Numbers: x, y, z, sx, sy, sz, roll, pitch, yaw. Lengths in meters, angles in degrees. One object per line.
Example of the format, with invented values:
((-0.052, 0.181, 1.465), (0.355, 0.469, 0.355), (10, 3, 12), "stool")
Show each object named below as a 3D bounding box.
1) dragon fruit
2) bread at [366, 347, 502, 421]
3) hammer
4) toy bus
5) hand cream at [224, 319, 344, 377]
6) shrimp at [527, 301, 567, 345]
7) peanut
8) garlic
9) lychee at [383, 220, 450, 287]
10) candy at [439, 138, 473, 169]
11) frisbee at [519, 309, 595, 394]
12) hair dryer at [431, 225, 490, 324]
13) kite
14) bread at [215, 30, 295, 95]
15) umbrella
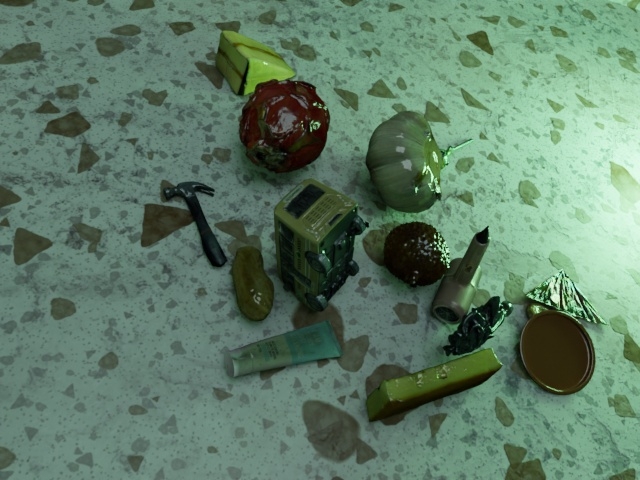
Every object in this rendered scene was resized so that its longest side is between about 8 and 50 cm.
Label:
((-0.108, -0.351, 1.754), (0.277, 0.277, 0.342), (10, 55, -12), "dragon fruit")
((0.294, 0.376, 1.505), (0.361, 0.138, 0.077), (-11, 61, -24), "bread")
((-0.330, -0.049, 1.629), (0.137, 0.037, 0.290), (-19, 66, -25), "hammer")
((-0.013, 0.021, 1.495), (0.202, 0.365, 0.177), (34, 61, 19), "toy bus")
((-0.088, 0.284, 1.484), (0.312, 0.070, 0.111), (-11, 60, -28), "hand cream")
((0.708, 0.258, 1.783), (0.095, 0.045, 0.162), (-15, 58, -50), "shrimp")
((-0.181, 0.113, 1.544), (0.108, 0.095, 0.226), (4, 53, -34), "peanut")
((0.265, -0.245, 1.801), (0.241, 0.322, 0.322), (-6, 58, 8), "garlic")
((0.280, 0.042, 1.681), (0.200, 0.200, 0.238), (23, 43, -3), "lychee")
((0.469, -0.316, 2.042), (0.091, 0.083, 0.305), (19, 35, 41), "candy")
((0.703, 0.331, 1.708), (0.251, 0.021, 0.251), (4, 71, -13), "frisbee")
((0.408, 0.078, 1.607), (0.107, 0.344, 0.189), (23, 55, 14), "hair dryer")
((0.793, 0.178, 1.855), (0.321, 0.016, 0.234), (21, 50, -11), "kite")
((-0.209, -0.635, 1.960), (0.264, 0.163, 0.167), (-32, 72, -32), "bread")
((0.456, 0.227, 1.611), (0.349, 0.143, 0.094), (-19, 69, -51), "umbrella")
